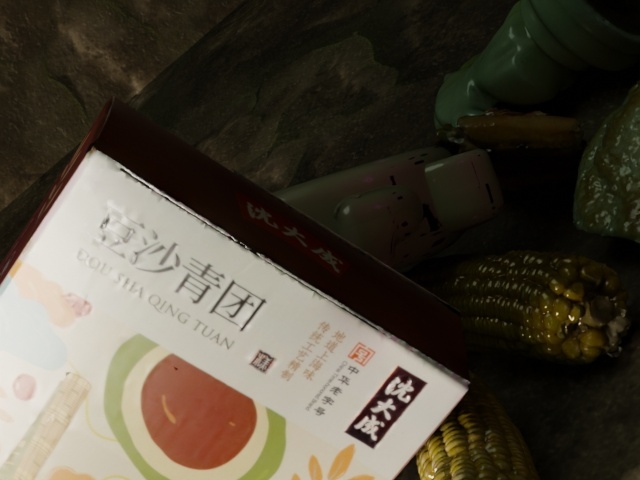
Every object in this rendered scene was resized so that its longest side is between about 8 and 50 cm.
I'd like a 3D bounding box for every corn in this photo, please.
[{"bbox_3d":[0.156,0.059,1.369,0.102,0.102,0.313,-50,21,-21],"label":"corn"},{"bbox_3d":[0.117,0.180,1.208,0.101,0.101,0.292,-39,17,8],"label":"corn"}]

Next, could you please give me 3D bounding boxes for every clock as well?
[{"bbox_3d":[0.000,0.000,1.429,0.309,0.114,0.284,-18,-2,-17],"label":"clock"}]

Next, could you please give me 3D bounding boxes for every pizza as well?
[{"bbox_3d":[0.202,-0.097,1.534,0.147,0.069,0.226,-4,-9,17],"label":"pizza"}]

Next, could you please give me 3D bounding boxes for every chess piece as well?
[{"bbox_3d":[0.229,-0.202,1.727,0.298,0.175,0.176,-42,16,40],"label":"chess piece"}]

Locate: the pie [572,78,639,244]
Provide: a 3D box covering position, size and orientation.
[{"bbox_3d":[0.347,-0.098,1.345,0.274,0.105,0.257,-23,37,41],"label":"pie"}]

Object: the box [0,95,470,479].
[{"bbox_3d":[-0.130,0.139,1.234,0.385,0.344,0.122,-53,13,21],"label":"box"}]
